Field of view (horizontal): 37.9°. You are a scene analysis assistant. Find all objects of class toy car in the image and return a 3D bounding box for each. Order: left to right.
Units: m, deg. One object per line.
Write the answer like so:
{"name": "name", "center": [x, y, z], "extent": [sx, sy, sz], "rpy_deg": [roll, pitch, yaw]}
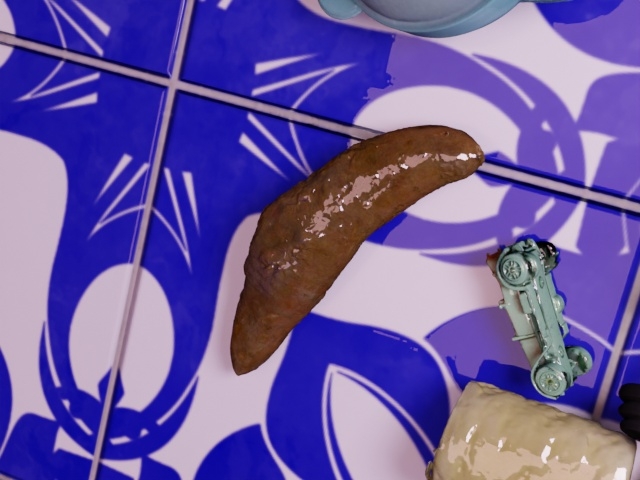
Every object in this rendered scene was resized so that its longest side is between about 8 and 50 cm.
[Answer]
{"name": "toy car", "center": [0.199, 0.070, 0.850], "extent": [0.054, 0.073, 0.143], "rpy_deg": [-17, 92, 35]}

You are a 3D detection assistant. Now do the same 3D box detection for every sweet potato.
{"name": "sweet potato", "center": [-0.001, -0.004, 0.895], "extent": [0.114, 0.092, 0.341], "rpy_deg": [43, 109, -8]}

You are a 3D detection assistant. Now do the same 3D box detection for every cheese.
{"name": "cheese", "center": [0.191, 0.206, 0.844], "extent": [0.167, 0.094, 0.123], "rpy_deg": [20, 77, 21]}

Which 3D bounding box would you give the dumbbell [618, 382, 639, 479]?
{"name": "dumbbell", "center": [0.314, 0.111, 0.787], "extent": [0.099, 0.099, 0.208], "rpy_deg": [23, 79, 14]}

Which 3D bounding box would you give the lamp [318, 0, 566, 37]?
{"name": "lamp", "center": [0.127, -0.278, 0.790], "extent": [0.284, 0.147, 0.209], "rpy_deg": [9, 97, 16]}
